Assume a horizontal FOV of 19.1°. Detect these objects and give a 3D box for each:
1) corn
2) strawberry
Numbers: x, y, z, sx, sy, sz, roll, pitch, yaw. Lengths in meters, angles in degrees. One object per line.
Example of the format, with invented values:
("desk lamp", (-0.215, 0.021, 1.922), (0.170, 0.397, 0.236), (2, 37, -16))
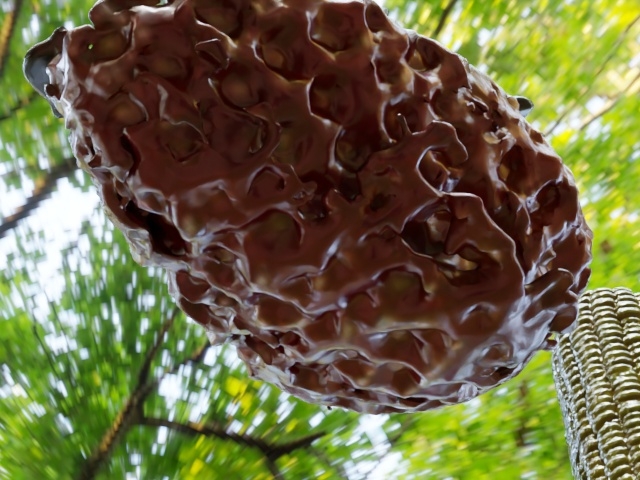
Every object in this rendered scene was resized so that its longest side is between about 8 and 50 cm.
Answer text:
("corn", (0.136, 0.090, 0.792), (0.068, 0.207, 0.068), (-2, -60, -3))
("strawberry", (0.000, 0.000, 0.526), (0.121, 0.188, 0.082), (-38, -131, 22))
